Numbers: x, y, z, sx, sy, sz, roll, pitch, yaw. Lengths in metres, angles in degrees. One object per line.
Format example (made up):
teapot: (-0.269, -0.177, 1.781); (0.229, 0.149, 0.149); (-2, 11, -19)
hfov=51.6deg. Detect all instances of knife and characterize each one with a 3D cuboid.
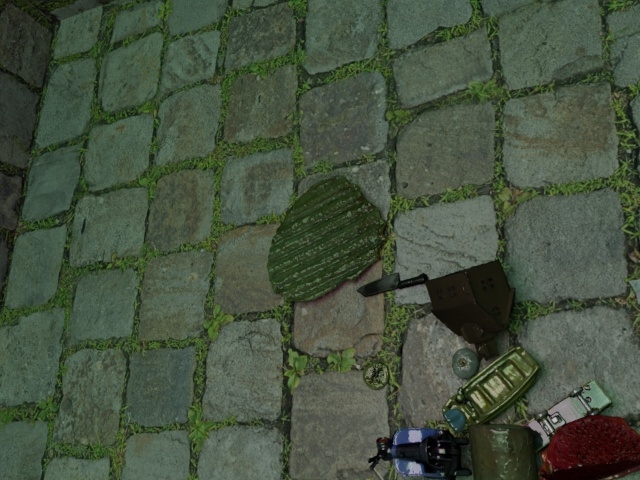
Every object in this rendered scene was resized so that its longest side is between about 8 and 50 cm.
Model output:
knife: (0.210, 0.127, 1.984); (0.230, 0.028, 0.060); (-17, 52, 25)

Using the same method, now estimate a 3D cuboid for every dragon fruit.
dragon fruit: (0.613, 0.500, 1.549); (0.273, 0.161, 0.126); (-7, 48, -4)

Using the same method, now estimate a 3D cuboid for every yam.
yam: (0.444, 0.568, 1.588); (0.161, 0.161, 0.268); (-8, 86, 25)

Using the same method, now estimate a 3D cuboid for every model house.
model house: (0.430, 0.189, 1.757); (0.211, 0.204, 0.244); (-27, 79, 64)

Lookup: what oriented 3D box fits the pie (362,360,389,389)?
pie: (0.160, 0.388, 1.909); (0.084, 0.021, 0.084); (-10, 68, 25)

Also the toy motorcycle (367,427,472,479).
toy motorcycle: (0.251, 0.526, 1.616); (0.212, 0.358, 0.125); (-6, 67, 16)

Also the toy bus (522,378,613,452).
toy bus: (0.603, 0.435, 1.627); (0.226, 0.074, 0.081); (-39, 57, 10)

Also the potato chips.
potato chips: (0.000, 0.000, 2.113); (0.429, 0.070, 0.359); (-29, 63, 16)

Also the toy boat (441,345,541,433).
toy boat: (0.446, 0.395, 1.724); (0.276, 0.084, 0.111); (-41, 55, 5)

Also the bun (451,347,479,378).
bun: (0.391, 0.333, 1.794); (0.083, 0.045, 0.083); (-12, 67, 29)
